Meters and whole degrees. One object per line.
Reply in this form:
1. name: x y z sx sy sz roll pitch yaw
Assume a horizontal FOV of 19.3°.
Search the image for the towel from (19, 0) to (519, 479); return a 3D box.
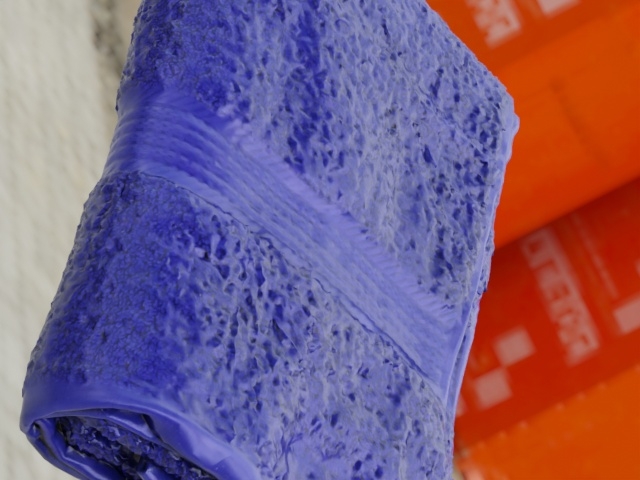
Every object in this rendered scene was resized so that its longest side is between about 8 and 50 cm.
1. towel: 0.000 0.000 0.777 0.227 0.076 0.308 47 41 -39
